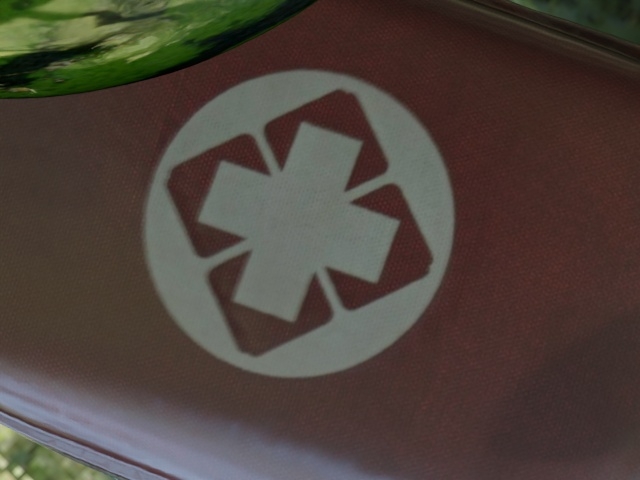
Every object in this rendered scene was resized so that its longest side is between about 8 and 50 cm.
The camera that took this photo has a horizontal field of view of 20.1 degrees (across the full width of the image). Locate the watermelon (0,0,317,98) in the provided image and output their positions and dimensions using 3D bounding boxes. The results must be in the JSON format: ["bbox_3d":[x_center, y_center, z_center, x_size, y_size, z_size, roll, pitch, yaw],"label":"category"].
[{"bbox_3d":[-0.078,-0.173,0.402,0.285,0.285,0.285,33,150,22],"label":"watermelon"}]

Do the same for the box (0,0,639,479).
[{"bbox_3d":[0.000,0.000,0.807,0.403,0.263,0.108,19,173,9],"label":"box"}]
